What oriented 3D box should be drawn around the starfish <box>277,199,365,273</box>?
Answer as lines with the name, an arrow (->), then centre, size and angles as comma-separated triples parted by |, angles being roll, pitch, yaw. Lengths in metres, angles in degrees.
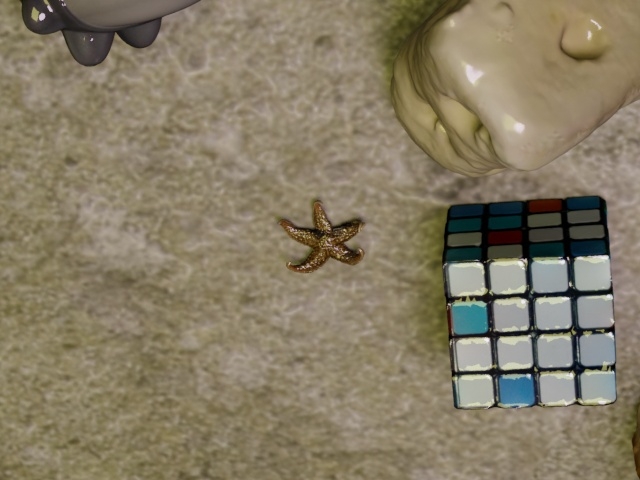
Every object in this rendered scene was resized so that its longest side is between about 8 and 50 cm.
starfish -> 0.000, 0.000, 1.633 | 0.091, 0.028, 0.078 | 21, 107, 3

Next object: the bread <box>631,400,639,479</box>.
bread -> 0.449, 0.209, 1.521 | 0.279, 0.279, 0.207 | 27, 110, -6

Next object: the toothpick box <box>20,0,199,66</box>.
toothpick box -> -0.196, -0.314, 1.434 | 0.229, 0.229, 0.316 | -7, 110, 11

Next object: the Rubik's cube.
Rubik's cube -> 0.197, 0.057, 1.562 | 0.154, 0.151, 0.155 | -4, 110, 9

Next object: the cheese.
cheese -> 0.187, -0.166, 1.485 | 0.248, 0.251, 0.173 | -35, 90, -17
